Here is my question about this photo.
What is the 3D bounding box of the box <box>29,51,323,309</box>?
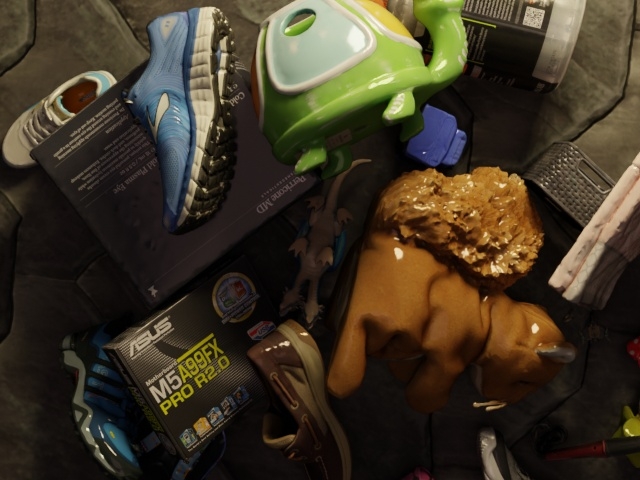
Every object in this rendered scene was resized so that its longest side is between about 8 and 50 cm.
[{"bbox_3d":[-0.218,-0.120,1.673,0.343,0.179,0.312,-36,92,6],"label":"box"}]

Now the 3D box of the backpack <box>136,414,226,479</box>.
[{"bbox_3d":[-0.242,0.338,1.748,0.158,0.117,0.173,40,97,-1],"label":"backpack"}]

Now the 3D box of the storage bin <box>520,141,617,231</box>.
[{"bbox_3d":[0.394,-0.084,1.641,0.122,0.180,0.084,43,95,-1],"label":"storage bin"}]

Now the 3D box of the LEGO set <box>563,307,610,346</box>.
[{"bbox_3d":[0.447,0.146,1.743,0.054,0.023,0.083,-41,79,4],"label":"LEGO set"}]

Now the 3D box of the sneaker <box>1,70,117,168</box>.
[{"bbox_3d":[-0.440,-0.203,1.721,0.228,0.092,0.087,-39,94,7],"label":"sneaker"}]

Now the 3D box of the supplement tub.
[{"bbox_3d":[0.234,-0.354,1.619,0.316,0.193,0.194,14,96,1],"label":"supplement tub"}]

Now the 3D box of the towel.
[{"bbox_3d":[0.475,-0.032,1.572,0.053,0.332,0.317,37,98,21],"label":"towel"}]

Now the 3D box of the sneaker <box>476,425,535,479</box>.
[{"bbox_3d":[0.359,0.416,1.735,0.153,0.101,0.269,-19,100,4],"label":"sneaker"}]

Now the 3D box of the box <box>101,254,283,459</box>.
[{"bbox_3d":[-0.181,0.184,1.671,0.270,0.060,0.216,-36,106,-30],"label":"box"}]

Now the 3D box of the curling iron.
[{"bbox_3d":[0.448,0.320,1.667,0.274,0.035,0.068,-10,98,46],"label":"curling iron"}]

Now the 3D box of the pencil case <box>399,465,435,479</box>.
[{"bbox_3d":[0.120,0.480,1.756,0.209,0.095,0.098,-43,57,8],"label":"pencil case"}]

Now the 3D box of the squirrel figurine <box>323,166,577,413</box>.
[{"bbox_3d":[0.227,0.082,1.626,0.370,0.281,0.397,17,101,-6],"label":"squirrel figurine"}]

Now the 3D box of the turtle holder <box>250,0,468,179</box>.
[{"bbox_3d":[0.045,-0.244,1.476,0.320,0.243,0.227,-30,83,33],"label":"turtle holder"}]

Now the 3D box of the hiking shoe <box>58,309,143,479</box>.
[{"bbox_3d":[-0.331,0.249,1.684,0.132,0.113,0.304,-29,56,3],"label":"hiking shoe"}]

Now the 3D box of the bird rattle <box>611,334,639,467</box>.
[{"bbox_3d":[0.585,0.260,1.718,0.206,0.143,0.254,19,83,-10],"label":"bird rattle"}]

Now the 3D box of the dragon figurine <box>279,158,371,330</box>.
[{"bbox_3d":[0.000,0.000,1.715,0.085,0.144,0.289,17,67,1],"label":"dragon figurine"}]

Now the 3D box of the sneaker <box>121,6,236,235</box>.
[{"bbox_3d":[-0.210,-0.173,1.531,0.147,0.130,0.330,4,92,17],"label":"sneaker"}]

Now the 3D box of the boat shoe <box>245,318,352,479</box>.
[{"bbox_3d":[-0.043,0.292,1.677,0.123,0.123,0.342,-30,126,-25],"label":"boat shoe"}]

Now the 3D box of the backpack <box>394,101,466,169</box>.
[{"bbox_3d":[0.173,-0.157,1.678,0.101,0.120,0.098,30,88,-9],"label":"backpack"}]
